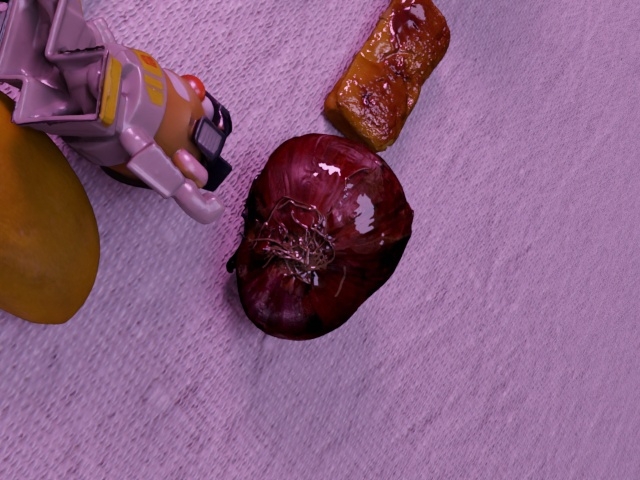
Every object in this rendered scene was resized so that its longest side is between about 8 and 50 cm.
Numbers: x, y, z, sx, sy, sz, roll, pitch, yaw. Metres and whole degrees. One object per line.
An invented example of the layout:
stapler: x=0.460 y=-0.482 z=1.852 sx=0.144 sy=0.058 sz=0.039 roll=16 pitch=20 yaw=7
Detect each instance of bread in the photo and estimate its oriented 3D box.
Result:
bread: x=0.108 y=-0.270 z=1.154 sx=0.139 sy=0.077 sz=0.271 roll=45 pitch=65 yaw=-28

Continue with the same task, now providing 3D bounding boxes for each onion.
onion: x=-0.003 y=0.002 z=0.970 sx=0.221 sy=0.281 sz=0.281 roll=21 pitch=70 yaw=6

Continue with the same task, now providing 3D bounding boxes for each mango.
mango: x=-0.345 y=-0.055 z=0.722 sx=0.331 sy=0.142 sz=0.195 roll=37 pitch=68 yaw=-43

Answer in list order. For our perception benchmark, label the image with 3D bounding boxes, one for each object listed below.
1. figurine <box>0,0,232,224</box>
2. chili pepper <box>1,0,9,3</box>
figurine: x=-0.202 y=-0.138 z=0.790 sx=0.308 sy=0.143 sz=0.309 roll=-22 pitch=90 yaw=-76
chili pepper: x=-0.293 y=-0.302 z=0.817 sx=0.182 sy=0.050 sz=0.073 roll=-46 pitch=154 yaw=-27
